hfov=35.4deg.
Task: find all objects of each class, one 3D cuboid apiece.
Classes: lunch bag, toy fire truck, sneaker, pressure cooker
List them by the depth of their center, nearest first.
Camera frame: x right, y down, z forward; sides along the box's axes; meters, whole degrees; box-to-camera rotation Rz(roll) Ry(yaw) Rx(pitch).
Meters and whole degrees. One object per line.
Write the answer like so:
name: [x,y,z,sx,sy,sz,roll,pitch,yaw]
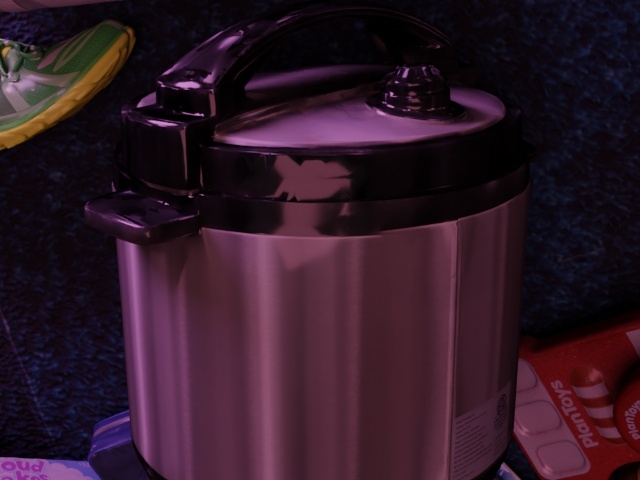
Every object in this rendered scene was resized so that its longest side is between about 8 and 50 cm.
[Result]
pressure cooker: [0.006,0.001,0.894,0.375,0.370,0.421,0,110,2]
sneaker: [-0.326,-0.158,1.012,0.295,0.109,0.124,-22,107,12]
toy fire truck: [0.333,0.209,1.049,0.254,0.169,0.302,-22,106,38]
lunch bag: [-0.215,0.233,1.141,0.098,0.065,0.067,-20,119,10]

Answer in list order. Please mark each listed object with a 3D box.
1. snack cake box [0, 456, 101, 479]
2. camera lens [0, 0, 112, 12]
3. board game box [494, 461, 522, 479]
snack cake box: [-0.354,0.307,1.072,0.264,0.152,0.089,11,110,-32]
camera lens: [-0.226,-0.322,0.896,0.274,0.219,0.219,-4,106,7]
board game box: [0.158,0.479,1.084,0.390,0.050,0.390,-44,84,1]
